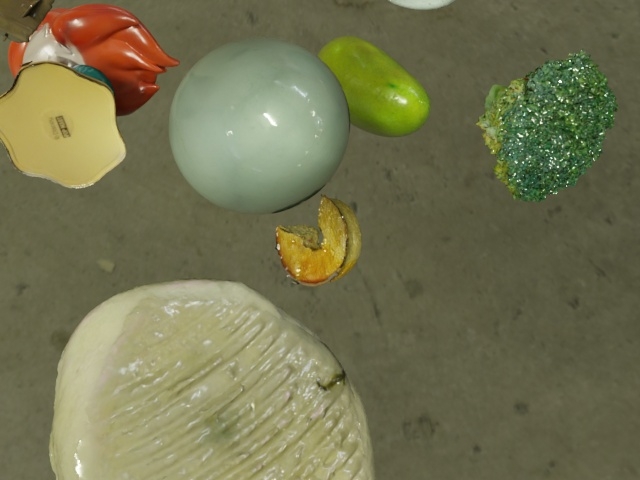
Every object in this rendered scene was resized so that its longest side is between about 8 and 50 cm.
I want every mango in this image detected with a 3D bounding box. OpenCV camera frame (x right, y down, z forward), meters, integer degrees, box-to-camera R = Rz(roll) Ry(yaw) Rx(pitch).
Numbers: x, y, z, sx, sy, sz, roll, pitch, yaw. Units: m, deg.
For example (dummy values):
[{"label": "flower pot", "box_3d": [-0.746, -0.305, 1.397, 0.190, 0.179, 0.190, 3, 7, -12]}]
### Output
[{"label": "mango", "box_3d": [0.099, -0.286, 1.801, 0.273, 0.185, 0.149, 40, 86, 26]}]

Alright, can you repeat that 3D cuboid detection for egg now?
[{"label": "egg", "box_3d": [-0.078, -0.147, 1.204, 0.230, 0.371, 0.230, 0, 91, -14]}]

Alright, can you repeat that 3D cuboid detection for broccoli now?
[{"label": "broccoli", "box_3d": [0.293, -0.164, 1.278, 0.194, 0.194, 0.219, 12, 107, -6]}]

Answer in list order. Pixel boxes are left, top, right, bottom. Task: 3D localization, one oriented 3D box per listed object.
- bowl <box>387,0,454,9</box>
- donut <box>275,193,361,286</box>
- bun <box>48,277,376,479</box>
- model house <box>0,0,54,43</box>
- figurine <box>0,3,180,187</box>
[{"label": "bowl", "box_3d": [0.143, -0.409, 1.293, 0.313, 0.313, 0.146, 6, 80, -4]}, {"label": "donut", "box_3d": [0.005, 0.010, 1.652, 0.181, 0.078, 0.146, -33, 69, 39]}, {"label": "bun", "box_3d": [-0.078, 0.140, 0.617, 0.237, 0.210, 0.116, 48, 145, -8]}, {"label": "model house", "box_3d": [-0.307, -0.224, 0.715, 0.181, 0.176, 0.248, 27, 142, -28]}, {"label": "figurine", "box_3d": [-0.302, -0.204, 1.178, 0.181, 0.257, 0.208, 32, 117, -29]}]
